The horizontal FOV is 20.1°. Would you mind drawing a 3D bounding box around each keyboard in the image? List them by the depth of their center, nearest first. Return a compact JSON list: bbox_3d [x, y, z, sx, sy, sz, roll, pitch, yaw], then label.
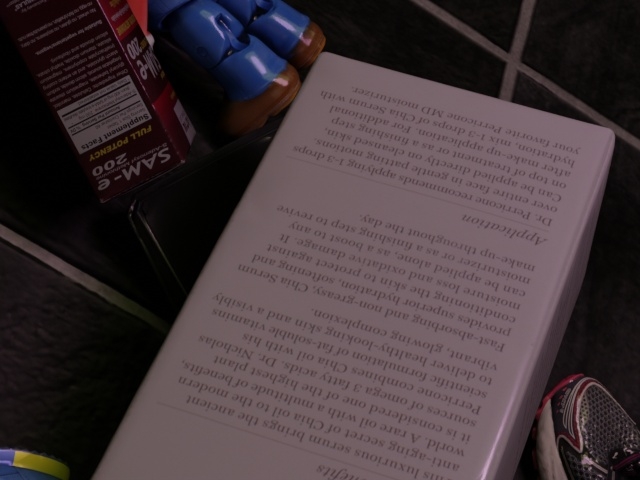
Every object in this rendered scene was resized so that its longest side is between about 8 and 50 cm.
[{"bbox_3d":[0.000,0.000,1.427,0.317,0.033,0.201,-30,89,-42],"label":"keyboard"}]

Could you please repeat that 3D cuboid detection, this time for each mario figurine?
[{"bbox_3d":[-0.157,-0.221,1.459,0.320,0.170,0.198,44,7,-15],"label":"mario figurine"}]

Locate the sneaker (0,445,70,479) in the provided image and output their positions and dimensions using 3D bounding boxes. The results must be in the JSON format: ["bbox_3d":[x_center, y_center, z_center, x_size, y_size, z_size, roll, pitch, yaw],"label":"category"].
[{"bbox_3d":[-0.247,0.166,1.114,0.209,0.069,0.082,14,56,-28],"label":"sneaker"}]

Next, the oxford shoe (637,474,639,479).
[{"bbox_3d":[0.265,0.229,1.305,0.096,0.083,0.227,25,52,5],"label":"oxford shoe"}]

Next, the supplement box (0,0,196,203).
[{"bbox_3d":[-0.178,-0.156,1.305,0.239,0.073,0.130,63,6,-12],"label":"supplement box"}]

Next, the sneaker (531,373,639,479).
[{"bbox_3d":[0.281,0.230,1.422,0.121,0.112,0.299,-22,73,-44],"label":"sneaker"}]

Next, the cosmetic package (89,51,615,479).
[{"bbox_3d":[0.025,0.100,1.204,0.230,0.161,0.453,17,51,12],"label":"cosmetic package"}]
